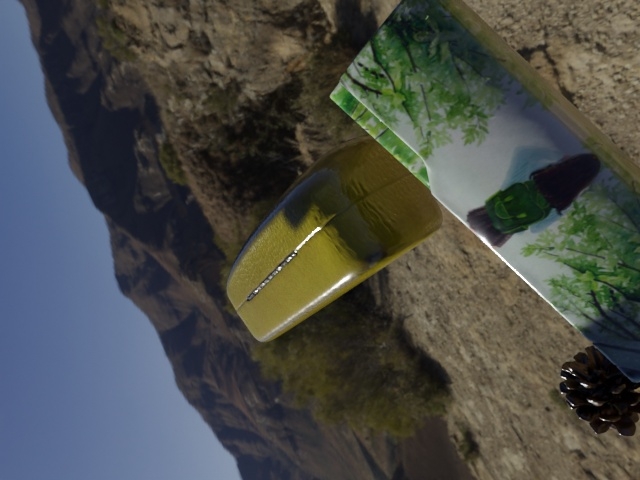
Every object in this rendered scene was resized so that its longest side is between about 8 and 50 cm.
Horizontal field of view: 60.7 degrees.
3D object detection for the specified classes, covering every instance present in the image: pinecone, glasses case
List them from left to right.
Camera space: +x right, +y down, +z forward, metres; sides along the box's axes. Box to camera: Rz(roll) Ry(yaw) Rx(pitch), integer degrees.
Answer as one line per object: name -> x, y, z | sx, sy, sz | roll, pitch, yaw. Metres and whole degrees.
glasses case -> 0.000, 0.000, 0.660 | 0.141, 0.173, 0.371 | 58, 148, 6
glasses case -> 0.136, -0.033, 0.339 | 0.272, 0.095, 0.062 | 42, -150, -2
pinecone -> 0.758, 0.391, 1.452 | 0.229, 0.202, 0.201 | 17, 129, 20
